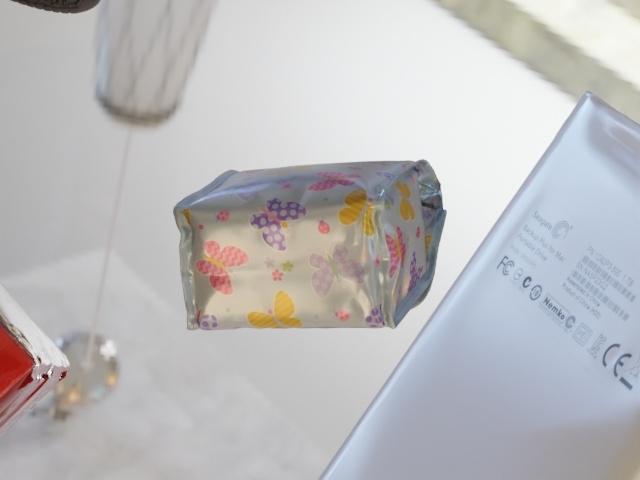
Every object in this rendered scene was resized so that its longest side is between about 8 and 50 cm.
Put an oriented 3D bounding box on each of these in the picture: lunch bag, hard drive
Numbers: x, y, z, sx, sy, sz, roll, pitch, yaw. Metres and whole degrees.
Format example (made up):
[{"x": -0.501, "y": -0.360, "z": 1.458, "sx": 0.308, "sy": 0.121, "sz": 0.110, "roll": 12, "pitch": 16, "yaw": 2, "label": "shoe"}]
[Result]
[{"x": 0.000, "y": 0.000, "z": 0.598, "sx": 0.071, "sy": 0.053, "sz": 0.083, "roll": -2, "pitch": -165, "yaw": 15, "label": "lunch bag"}, {"x": 0.094, "y": 0.093, "z": 0.876, "sx": 0.040, "sy": 0.307, "sz": 0.203, "roll": 29, "pitch": -170, "yaw": -29, "label": "hard drive"}]

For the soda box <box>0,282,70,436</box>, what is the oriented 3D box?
[{"x": -0.196, "y": -0.029, "z": 0.548, "sx": 0.263, "sy": 0.092, "sz": 0.083, "roll": 48, "pitch": 176, "yaw": 2, "label": "soda box"}]

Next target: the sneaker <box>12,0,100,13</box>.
[{"x": -0.150, "y": -0.161, "z": 0.720, "sx": 0.170, "sy": 0.051, "sz": 0.089, "roll": 25, "pitch": -122, "yaw": -12, "label": "sneaker"}]
